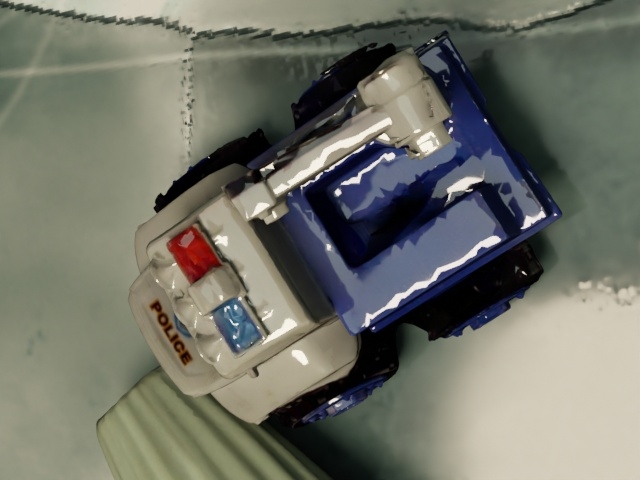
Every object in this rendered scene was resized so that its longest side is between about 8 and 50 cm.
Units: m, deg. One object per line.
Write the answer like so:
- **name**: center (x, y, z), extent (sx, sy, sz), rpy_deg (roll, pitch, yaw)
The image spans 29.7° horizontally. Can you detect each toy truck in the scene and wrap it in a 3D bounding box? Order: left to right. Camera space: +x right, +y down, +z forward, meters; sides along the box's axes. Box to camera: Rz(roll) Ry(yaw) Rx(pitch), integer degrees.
- **toy truck**: center (0.000, 0.000, 0.599), extent (0.213, 0.177, 0.161), rpy_deg (-34, 84, 16)

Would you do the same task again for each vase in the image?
- **vase**: center (-0.028, 0.175, 0.653), extent (0.128, 0.128, 0.248), rpy_deg (-46, 71, 15)
